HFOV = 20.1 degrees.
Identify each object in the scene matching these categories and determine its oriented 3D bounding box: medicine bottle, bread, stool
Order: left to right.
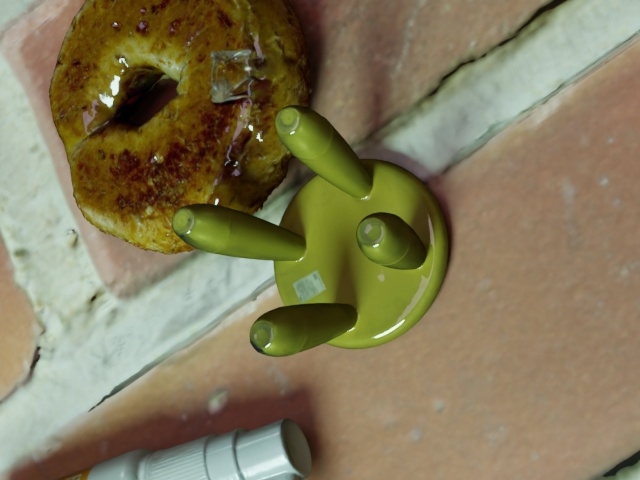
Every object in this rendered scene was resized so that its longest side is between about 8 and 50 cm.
[{"bbox_3d":[-0.107,0.166,1.043,0.220,0.061,0.092,-22,49,22],"label":"medicine bottle"},{"bbox_3d":[-0.083,-0.087,1.084,0.193,0.064,0.193,-5,81,33],"label":"bread"},{"bbox_3d":[0.000,0.000,0.996,0.134,0.110,0.135,4,84,27],"label":"stool"}]
